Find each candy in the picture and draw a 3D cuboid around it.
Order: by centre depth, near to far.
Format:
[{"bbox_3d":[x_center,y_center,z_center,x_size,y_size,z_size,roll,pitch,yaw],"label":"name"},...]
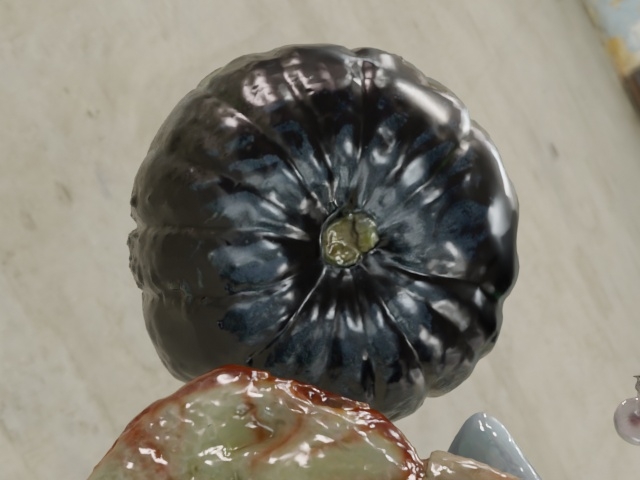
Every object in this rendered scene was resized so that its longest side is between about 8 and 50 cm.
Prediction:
[{"bbox_3d":[0.143,0.235,0.970,0.071,0.138,0.174,-2,39,-31],"label":"candy"}]

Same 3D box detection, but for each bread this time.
[{"bbox_3d":[-0.021,0.242,0.814,0.295,0.328,0.114,-57,156,-22],"label":"bread"}]

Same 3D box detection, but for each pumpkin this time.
[{"bbox_3d":[0.000,0.000,1.151,0.363,0.363,0.266,60,-10,-11],"label":"pumpkin"}]

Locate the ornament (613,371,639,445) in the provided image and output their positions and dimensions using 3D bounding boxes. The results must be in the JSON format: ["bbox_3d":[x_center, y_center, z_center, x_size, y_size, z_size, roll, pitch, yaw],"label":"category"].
[{"bbox_3d":[0.503,0.147,1.311,0.337,0.337,0.337,51,24,-33],"label":"ornament"}]
